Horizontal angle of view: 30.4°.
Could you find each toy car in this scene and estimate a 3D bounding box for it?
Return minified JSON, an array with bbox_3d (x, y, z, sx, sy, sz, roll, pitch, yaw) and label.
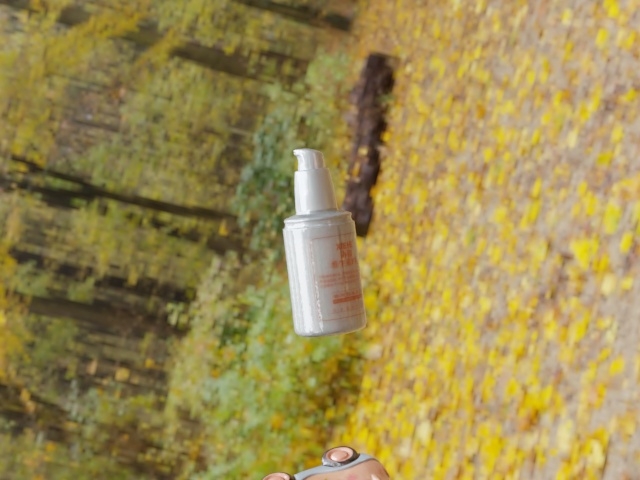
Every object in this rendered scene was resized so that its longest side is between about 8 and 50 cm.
[{"bbox_3d":[0.027,0.487,1.981,0.212,0.270,0.181,28,132,58],"label":"toy car"}]

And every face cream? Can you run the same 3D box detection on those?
[{"bbox_3d":[0.000,0.000,1.595,0.101,0.101,0.252,-144,47,-84],"label":"face cream"}]
